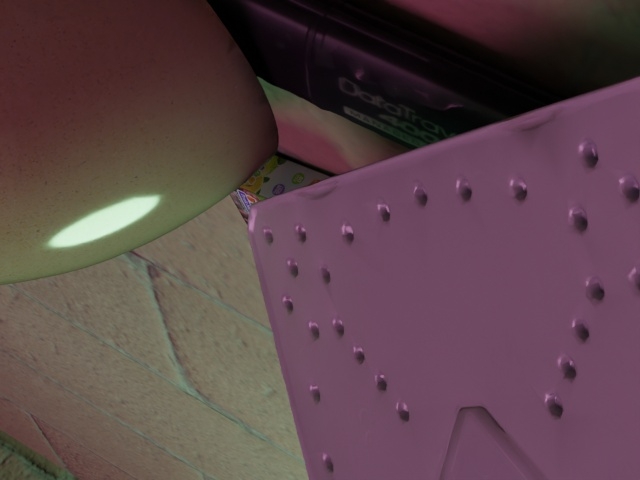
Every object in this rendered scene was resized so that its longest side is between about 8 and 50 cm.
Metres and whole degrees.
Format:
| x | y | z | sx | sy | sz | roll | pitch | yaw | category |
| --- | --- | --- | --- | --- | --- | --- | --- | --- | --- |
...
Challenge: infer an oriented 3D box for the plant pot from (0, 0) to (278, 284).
| x | y | z | sx | sy | sz | roll | pitch | yaw | category |
| --- | --- | --- | --- | --- | --- | --- | --- | --- | --- |
| -0.190 | -0.083 | 0.897 | 0.284 | 0.191 | 0.284 | 40 | 166 | 13 | plant pot |

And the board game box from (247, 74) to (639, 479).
| x | y | z | sx | sy | sz | roll | pitch | yaw | category |
| --- | --- | --- | --- | --- | --- | --- | --- | --- | --- |
| 0.108 | 0.141 | 0.769 | 0.390 | 0.050 | 0.390 | -14 | 90 | 62 | board game box |

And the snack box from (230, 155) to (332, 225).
| x | y | z | sx | sy | sz | roll | pitch | yaw | category |
| --- | --- | --- | --- | --- | --- | --- | --- | --- | --- |
| 0.000 | 0.000 | 1.095 | 0.100 | 0.037 | 0.141 | 21 | 157 | 30 | snack box |

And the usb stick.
| x | y | z | sx | sy | sz | roll | pitch | yaw | category |
| --- | --- | --- | --- | --- | --- | --- | --- | --- | --- |
| 0.056 | -0.074 | 0.817 | 0.278 | 0.045 | 0.077 | 27 | 153 | 20 | usb stick |
